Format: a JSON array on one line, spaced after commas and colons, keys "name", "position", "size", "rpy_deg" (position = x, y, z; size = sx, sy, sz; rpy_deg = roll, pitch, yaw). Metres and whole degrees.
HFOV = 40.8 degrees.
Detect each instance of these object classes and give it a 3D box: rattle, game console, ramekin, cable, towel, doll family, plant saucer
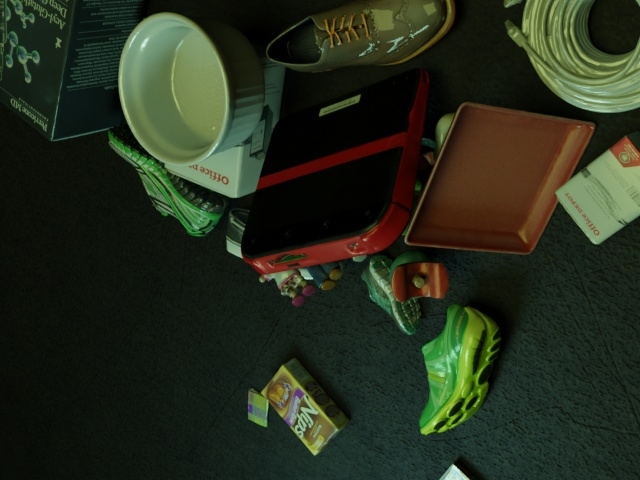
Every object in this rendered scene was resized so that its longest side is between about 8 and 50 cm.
[{"name": "rattle", "position": [0.259, -0.169, 1.500], "size": [0.130, 0.142, 0.199], "rpy_deg": [56, 166, -2]}, {"name": "game console", "position": [0.021, -0.117, 1.548], "size": [0.386, 0.060, 0.342], "rpy_deg": [-13, 53, 43]}, {"name": "ramekin", "position": [-0.234, -0.285, 1.608], "size": [0.277, 0.135, 0.277], "rpy_deg": [12, 111, 34]}, {"name": "cable", "position": [0.431, -0.319, 1.277], "size": [0.257, 0.089, 0.257], "rpy_deg": [-34, 84, 39]}, {"name": "towel", "position": [-0.144, 0.390, 2.007], "size": [0.060, 0.009, 0.083], "rpy_deg": [18, 116, 31]}, {"name": "doll family", "position": [0.000, 0.000, 1.645], "size": [0.263, 0.118, 0.163], "rpy_deg": [-45, 60, 15]}, {"name": "plant saucer", "position": [0.281, -0.102, 1.393], "size": [0.048, 0.258, 0.259], "rpy_deg": [-117, 39, -49]}]

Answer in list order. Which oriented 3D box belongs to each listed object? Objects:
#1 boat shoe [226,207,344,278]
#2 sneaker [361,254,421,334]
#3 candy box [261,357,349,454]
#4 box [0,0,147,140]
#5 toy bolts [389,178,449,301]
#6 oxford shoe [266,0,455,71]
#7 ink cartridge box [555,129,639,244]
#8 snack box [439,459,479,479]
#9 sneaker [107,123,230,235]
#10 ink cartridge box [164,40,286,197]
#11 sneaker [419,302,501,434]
[{"name": "boat shoe", "position": [-0.078, -0.001, 1.769], "size": [0.301, 0.108, 0.102], "rpy_deg": [19, 118, 40]}, {"name": "sneaker", "position": [0.135, 0.110, 1.676], "size": [0.167, 0.065, 0.076], "rpy_deg": [63, 146, 7]}, {"name": "candy box", "position": [-0.034, 0.363, 1.887], "size": [0.187, 0.053, 0.109], "rpy_deg": [46, 126, 15]}, {"name": "box", "position": [-0.580, -0.475, 1.920], "size": [0.293, 0.212, 0.396], "rpy_deg": [35, 124, 23]}, {"name": "toy bolts", "position": [0.193, -0.007, 1.568], "size": [0.218, 0.158, 0.229], "rpy_deg": [1, 98, -4]}, {"name": "oxford shoe", "position": [0.065, -0.360, 1.513], "size": [0.363, 0.132, 0.130], "rpy_deg": [-10, 98, 39]}, {"name": "ink cartridge box", "position": [0.463, -0.081, 1.346], "size": [0.109, 0.063, 0.150], "rpy_deg": [54, 129, 10]}, {"name": "snack box", "position": [0.315, 0.515, 1.688], "size": [0.178, 0.022, 0.064], "rpy_deg": [42, 127, 19]}, {"name": "sneaker", "position": [-0.358, -0.137, 1.914], "size": [0.343, 0.134, 0.146], "rpy_deg": [42, 127, 18]}, {"name": "ink cartridge box", "position": [-0.198, -0.260, 1.756], "size": [0.211, 0.121, 0.289], "rpy_deg": [24, 118, 29]}, {"name": "sneaker", "position": [0.249, 0.242, 1.611], "size": [0.123, 0.109, 0.296], "rpy_deg": [49, 134, 43]}]
